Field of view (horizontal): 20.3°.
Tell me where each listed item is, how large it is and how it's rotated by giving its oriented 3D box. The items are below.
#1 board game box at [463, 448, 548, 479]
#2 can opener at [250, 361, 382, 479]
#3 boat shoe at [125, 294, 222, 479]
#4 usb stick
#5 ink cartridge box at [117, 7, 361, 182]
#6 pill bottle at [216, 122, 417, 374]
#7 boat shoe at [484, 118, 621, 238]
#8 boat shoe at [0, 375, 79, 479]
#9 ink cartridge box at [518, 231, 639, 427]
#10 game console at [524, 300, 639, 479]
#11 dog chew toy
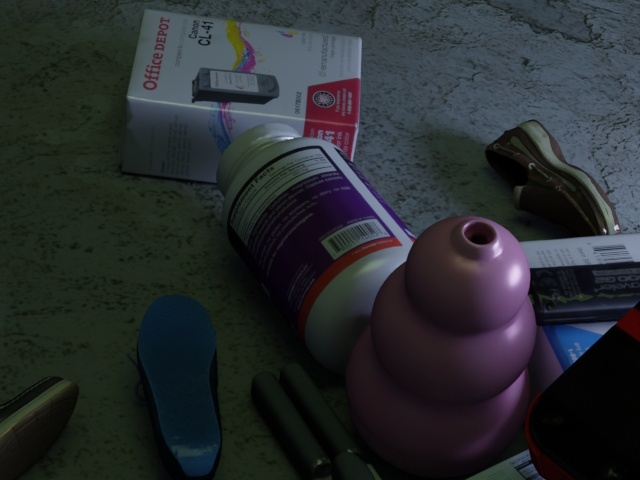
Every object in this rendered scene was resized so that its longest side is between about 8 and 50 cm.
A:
[{"bbox_3d":[0.235,0.357,1.782,0.224,0.097,0.303,-23,41,-20],"label":"board game box"},{"bbox_3d":[0.012,0.227,1.951,0.074,0.093,0.280,-13,40,-24],"label":"can opener"},{"bbox_3d":[-0.164,0.173,1.979,0.109,0.089,0.258,3,43,-6],"label":"boat shoe"},{"bbox_3d":[0.357,0.057,1.991,0.278,0.045,0.077,-3,49,-11],"label":"usb stick"},{"bbox_3d":[-0.103,-0.184,2.385,0.306,0.131,0.226,8,39,-4],"label":"ink cartridge box"},{"bbox_3d":[0.000,0.000,2.143,0.181,0.181,0.323,-14,44,-26],"label":"pill bottle"},{"bbox_3d":[0.299,-0.057,2.356,0.095,0.095,0.257,-21,40,-13],"label":"boat shoe"},{"bbox_3d":[-0.373,0.220,1.869,0.092,0.103,0.285,34,51,20],"label":"boat shoe"},{"bbox_3d":[0.429,0.135,2.076,0.394,0.166,0.285,-4,42,-14],"label":"ink cartridge box"},{"bbox_3d":[0.425,0.186,1.772,0.342,0.060,0.386,-40,48,-12],"label":"game console"},{"bbox_3d":[0.140,0.105,1.918,0.206,0.332,0.207,5,46,-5],"label":"dog chew toy"}]
